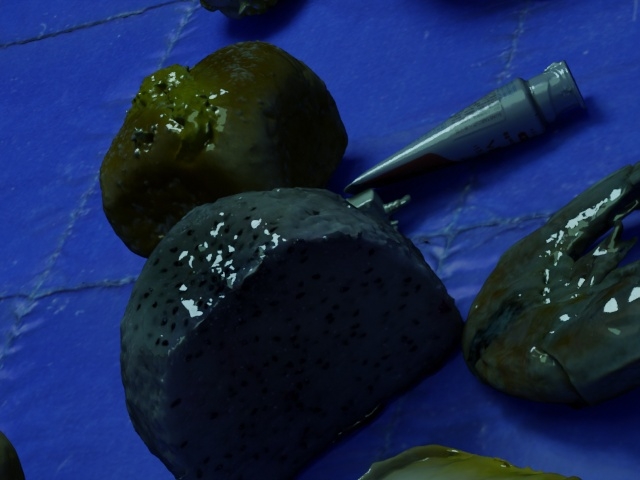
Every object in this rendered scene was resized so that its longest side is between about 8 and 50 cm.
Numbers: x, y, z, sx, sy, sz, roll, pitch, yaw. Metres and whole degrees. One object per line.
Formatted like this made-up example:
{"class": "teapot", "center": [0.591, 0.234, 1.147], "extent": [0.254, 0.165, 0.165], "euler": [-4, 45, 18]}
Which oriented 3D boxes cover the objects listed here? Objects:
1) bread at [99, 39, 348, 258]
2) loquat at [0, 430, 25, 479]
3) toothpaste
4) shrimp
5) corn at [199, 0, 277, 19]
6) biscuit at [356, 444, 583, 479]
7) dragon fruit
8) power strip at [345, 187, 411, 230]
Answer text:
{"class": "bread", "center": [-0.097, -0.097, 1.568], "extent": [0.196, 0.176, 0.246], "euler": [-14, 18, 25]}
{"class": "loquat", "center": [-0.354, 0.239, 1.411], "extent": [0.213, 0.213, 0.213], "euler": [-22, 36, 17]}
{"class": "toothpaste", "center": [0.132, -0.097, 1.512], "extent": [0.234, 0.057, 0.089], "euler": [-24, -6, 13]}
{"class": "shrimp", "center": [0.250, 0.015, 1.231], "extent": [0.360, 0.085, 0.247], "euler": [-21, 35, 44]}
{"class": "corn", "center": [-0.059, -0.413, 1.993], "extent": [0.144, 0.144, 0.387], "euler": [-10, 38, 32]}
{"class": "biscuit", "center": [0.034, 0.275, 1.000], "extent": [0.429, 0.104, 0.446], "euler": [-28, 15, -29]}
{"class": "dragon fruit", "center": [-0.057, 0.058, 1.353], "extent": [0.283, 0.221, 0.204], "euler": [-40, 40, -4]}
{"class": "power strip", "center": [0.000, 0.000, 1.518], "extent": [0.191, 0.047, 0.030], "euler": [-25, 29, 14]}
